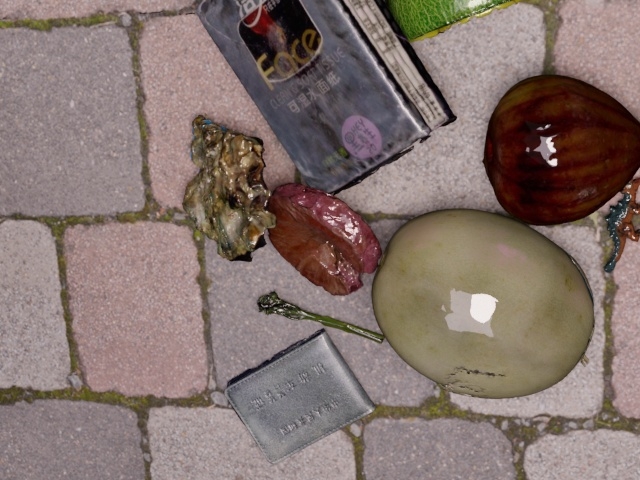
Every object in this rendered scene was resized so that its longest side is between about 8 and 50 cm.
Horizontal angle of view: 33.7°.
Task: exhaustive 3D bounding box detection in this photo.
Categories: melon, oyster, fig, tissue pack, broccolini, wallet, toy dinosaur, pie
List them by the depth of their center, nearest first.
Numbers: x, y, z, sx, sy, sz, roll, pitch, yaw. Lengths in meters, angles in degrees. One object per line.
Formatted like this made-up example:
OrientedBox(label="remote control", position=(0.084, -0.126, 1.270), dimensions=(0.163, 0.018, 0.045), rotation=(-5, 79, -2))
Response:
OrientedBox(label="fig", position=(0.392, -0.140, 1.475), dimensions=(0.320, 0.217, 0.217), rotation=(-9, 103, -5))
OrientedBox(label="melon", position=(0.189, -0.390, 1.482), dimensions=(0.265, 0.129, 0.169), rotation=(-19, 95, 21))
OrientedBox(label="melon", position=(0.237, 0.096, 1.516), dimensions=(0.330, 0.268, 0.269), rotation=(25, 110, -2))
OrientedBox(label="tissue pack", position=(0.001, -0.262, 1.541), dimensions=(0.259, 0.122, 0.361), rotation=(-27, 98, 45))
OrientedBox(label="toy dinosaur", position=(0.443, -0.024, 1.543), dimensions=(0.055, 0.049, 0.154), rotation=(14, 103, 9))
OrientedBox(label="pie", position=(0.000, 0.000, 1.616), dimensions=(0.204, 0.054, 0.219), rotation=(33, 153, 16))
OrientedBox(label="oyster", position=(-0.141, -0.089, 1.627), dimensions=(0.198, 0.092, 0.260), rotation=(-45, 46, 43))
OrientedBox(label="broccolini", position=(-0.001, 0.133, 1.727), dimensions=(0.218, 0.044, 0.042), rotation=(19, 94, 5))
OrientedBox(label="wallet", position=(-0.038, 0.266, 1.768), dimensions=(0.222, 0.036, 0.167), rotation=(-31, 94, 21))
